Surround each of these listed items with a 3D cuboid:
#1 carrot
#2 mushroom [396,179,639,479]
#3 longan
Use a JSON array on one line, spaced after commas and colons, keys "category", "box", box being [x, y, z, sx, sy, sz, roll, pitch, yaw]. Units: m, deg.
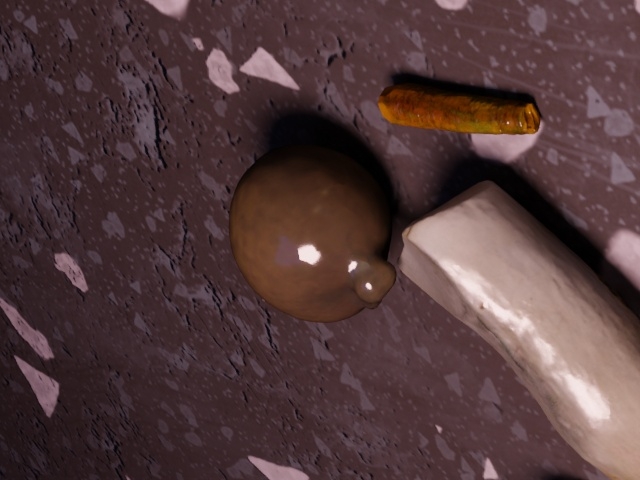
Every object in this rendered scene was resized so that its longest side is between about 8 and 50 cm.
[{"category": "carrot", "box": [0.125, -0.118, 1.611, 0.170, 0.042, 0.042, 10, 129, 42]}, {"category": "mushroom", "box": [0.238, 0.114, 1.628, 0.397, 0.126, 0.177, 45, 166, 9]}, {"category": "longan", "box": [0.000, 0.000, 1.755, 0.204, 0.159, 0.185, 35, 150, 40]}]
